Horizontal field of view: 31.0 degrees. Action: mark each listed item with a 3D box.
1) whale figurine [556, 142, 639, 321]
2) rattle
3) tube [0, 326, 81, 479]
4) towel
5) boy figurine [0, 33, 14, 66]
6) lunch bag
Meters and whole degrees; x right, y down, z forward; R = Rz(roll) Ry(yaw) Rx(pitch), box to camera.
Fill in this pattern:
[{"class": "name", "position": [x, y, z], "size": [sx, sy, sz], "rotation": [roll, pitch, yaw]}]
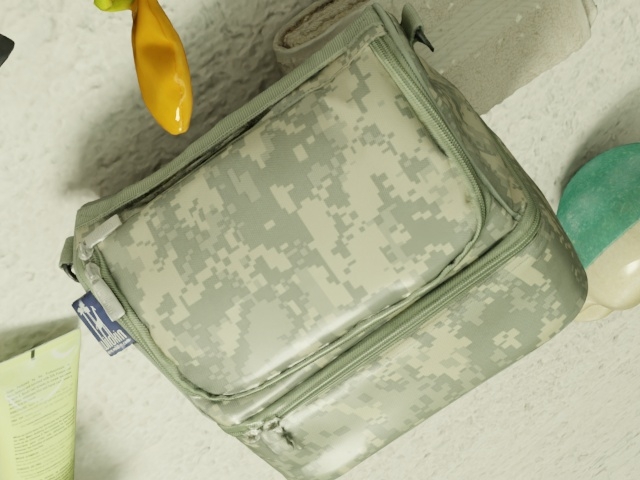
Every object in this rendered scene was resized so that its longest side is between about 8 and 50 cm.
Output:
[{"class": "whale figurine", "position": [0.313, -0.005, 1.208], "size": [0.216, 0.141, 0.272], "rotation": [-33, 164, -12]}, {"class": "rattle", "position": [-0.169, -0.141, 0.612], "size": [0.199, 0.130, 0.143], "rotation": [8, 88, -45]}, {"class": "tube", "position": [-0.236, 0.181, 0.954], "size": [0.062, 0.070, 0.240], "rotation": [7, 125, 0]}, {"class": "towel", "position": [0.105, -0.165, 0.933], "size": [0.282, 0.049, 0.187], "rotation": [-36, 139, -9]}, {"class": "boy figurine", "position": [-0.282, -0.157, 0.543], "size": [0.092, 0.177, 0.285], "rotation": [-36, 111, 19]}, {"class": "lunch bag", "position": [0.000, 0.000, 0.844], "size": [0.305, 0.212, 0.256], "rotation": [-34, 122, 13]}]
